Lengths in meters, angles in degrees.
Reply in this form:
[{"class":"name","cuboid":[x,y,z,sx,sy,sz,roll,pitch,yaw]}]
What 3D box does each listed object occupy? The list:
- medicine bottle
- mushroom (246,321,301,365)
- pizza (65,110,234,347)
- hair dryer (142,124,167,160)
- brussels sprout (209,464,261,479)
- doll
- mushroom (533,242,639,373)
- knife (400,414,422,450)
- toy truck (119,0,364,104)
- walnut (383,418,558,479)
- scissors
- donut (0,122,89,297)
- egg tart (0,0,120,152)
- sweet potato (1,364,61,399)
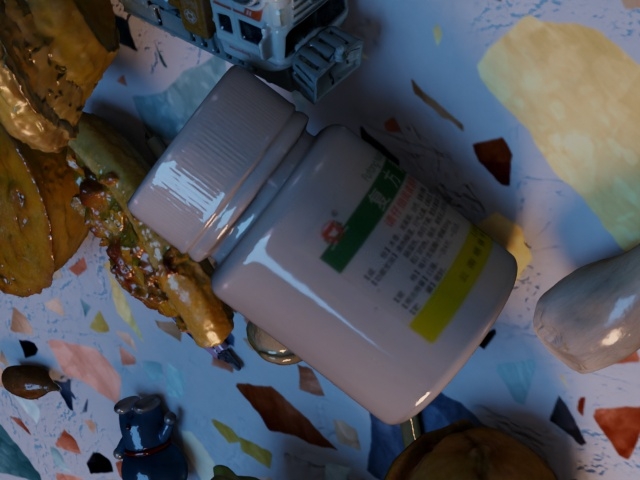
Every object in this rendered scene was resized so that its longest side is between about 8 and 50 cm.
[{"class":"medicine bottle","cuboid":[0.000,0.000,1.638,0.340,0.208,0.208,38,140,-5]},{"class":"mushroom","cuboid":[-0.036,0.025,1.833,0.096,0.108,0.247,-117,30,-43]},{"class":"pizza","cuboid":[-0.212,-0.002,1.947,0.335,0.086,0.226,53,157,14]},{"class":"hair dryer","cuboid":[-0.164,-0.081,1.928,0.063,0.038,0.124,-37,83,48]},{"class":"brussels sprout","cuboid":[-0.020,0.490,1.984,0.361,0.342,0.425,12,135,3]},{"class":"doll","cuboid":[-0.219,0.275,2.197,0.114,0.085,0.152,-8,103,33]},{"class":"mushroom","cuboid":[0.279,0.051,1.564,0.212,0.088,0.097,-49,49,44]},{"class":"knife","cuboid":[0.086,0.167,1.879,0.047,0.017,0.298,18,130,42]},{"class":"toy truck","cuboid":[-0.096,-0.258,1.662,0.338,0.133,0.184,28,146,30]},{"class":"walnut","cuboid":[0.167,0.342,1.797,0.209,0.209,0.336,16,135,35]},{"class":"scissors","cuboid":[-0.137,0.117,2.054,0.113,0.012,0.039,44,139,10]},{"class":"donut","cuboid":[-0.388,-0.070,2.081,0.277,0.108,0.277,24,132,30]},{"class":"egg tart","cuboid":[-0.301,-0.259,1.777,0.129,0.341,0.341,-18,109,8]},{"class":"sweet potato","cuboid":[-0.389,0.196,2.319,0.117,0.049,0.049,5,121,45]}]
